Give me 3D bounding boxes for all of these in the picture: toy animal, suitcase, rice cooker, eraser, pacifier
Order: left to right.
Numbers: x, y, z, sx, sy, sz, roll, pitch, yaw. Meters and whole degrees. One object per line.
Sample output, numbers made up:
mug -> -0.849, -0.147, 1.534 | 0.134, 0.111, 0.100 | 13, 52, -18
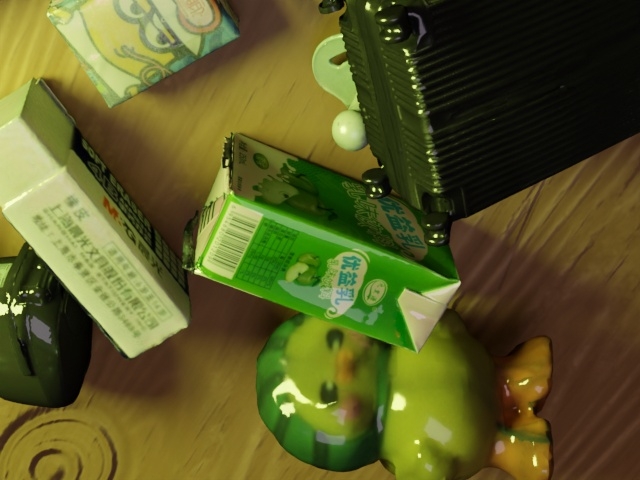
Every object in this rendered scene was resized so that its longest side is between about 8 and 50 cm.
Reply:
rice cooker -> -0.314, 0.094, 1.148 | 0.118, 0.142, 0.203 | 0, 128, 5
eraser -> -0.246, -0.021, 1.096 | 0.086, 0.130, 0.287 | -29, 117, 10
pacifier -> 0.053, -0.138, 1.058 | 0.127, 0.116, 0.150 | -11, 129, 40
toy animal -> 0.090, 0.185, 1.208 | 0.338, 0.216, 0.191 | 8, 154, -3
suitcase -> 0.188, -0.177, 0.973 | 0.335, 0.152, 0.229 | -26, 122, -15

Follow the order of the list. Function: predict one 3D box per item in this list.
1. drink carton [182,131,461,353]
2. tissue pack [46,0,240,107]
drink carton -> 0.000, 0.000, 1.113 | 0.271, 0.161, 0.108 | 22, 116, -14
tissue pack -> -0.171, -0.218, 1.025 | 0.155, 0.065, 0.115 | -26, 119, 10
